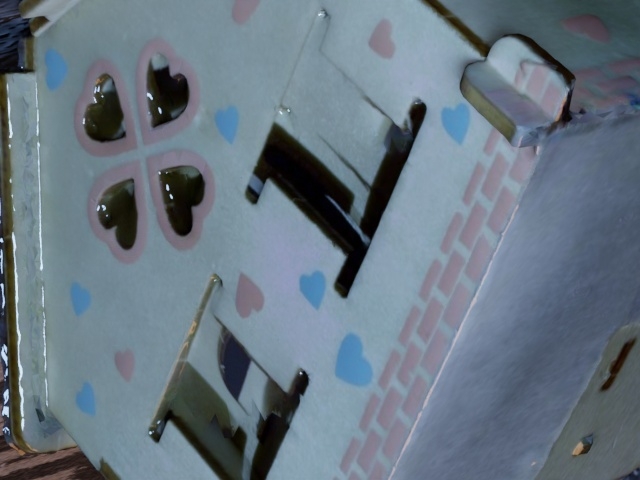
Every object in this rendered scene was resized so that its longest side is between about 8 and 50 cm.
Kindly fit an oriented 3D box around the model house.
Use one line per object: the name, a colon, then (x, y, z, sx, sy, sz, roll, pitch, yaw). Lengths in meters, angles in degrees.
model house: (0.000, 0.000, 0.703, 0.169, 0.244, 0.326, -11, 134, -44)
